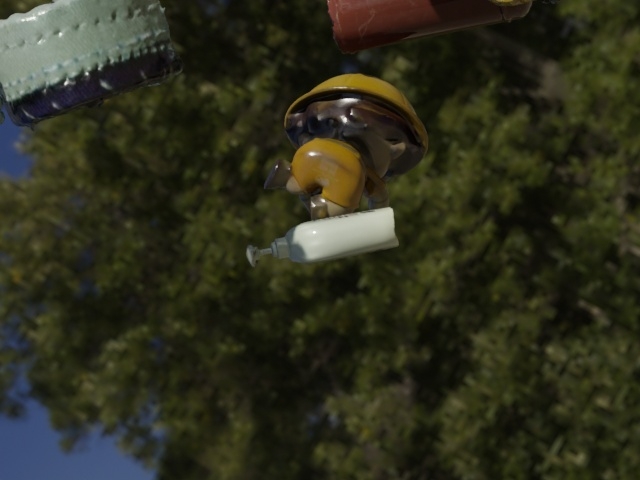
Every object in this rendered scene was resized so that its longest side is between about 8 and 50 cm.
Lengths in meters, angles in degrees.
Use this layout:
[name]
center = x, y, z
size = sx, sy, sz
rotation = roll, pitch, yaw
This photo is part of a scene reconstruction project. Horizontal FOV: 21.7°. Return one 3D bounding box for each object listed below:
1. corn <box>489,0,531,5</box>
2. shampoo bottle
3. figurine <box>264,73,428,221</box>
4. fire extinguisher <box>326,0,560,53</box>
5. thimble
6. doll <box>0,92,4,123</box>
[corn]
center = 0.183, -0.261, 1.306
size = 0.313, 0.102, 0.102
rotation = -57, -15, -49
[shampoo bottle]
center = 0.000, 0.000, 1.680
size = 0.077, 0.152, 0.045
rotation = -175, 76, -82
[figurine]
center = 0.039, -0.122, 2.178
size = 0.257, 0.192, 0.167
rotation = -66, -5, -64
[fire extinguisher]
center = 0.177, -0.341, 2.141
size = 0.106, 0.337, 0.147
rotation = 24, -124, -76
[thimble]
center = -0.300, -0.239, 2.112
size = 0.237, 0.237, 0.150
rotation = -33, -72, -55
[doll]
center = -0.423, -0.186, 2.036
size = 0.075, 0.120, 0.180
rotation = -47, 20, -27
